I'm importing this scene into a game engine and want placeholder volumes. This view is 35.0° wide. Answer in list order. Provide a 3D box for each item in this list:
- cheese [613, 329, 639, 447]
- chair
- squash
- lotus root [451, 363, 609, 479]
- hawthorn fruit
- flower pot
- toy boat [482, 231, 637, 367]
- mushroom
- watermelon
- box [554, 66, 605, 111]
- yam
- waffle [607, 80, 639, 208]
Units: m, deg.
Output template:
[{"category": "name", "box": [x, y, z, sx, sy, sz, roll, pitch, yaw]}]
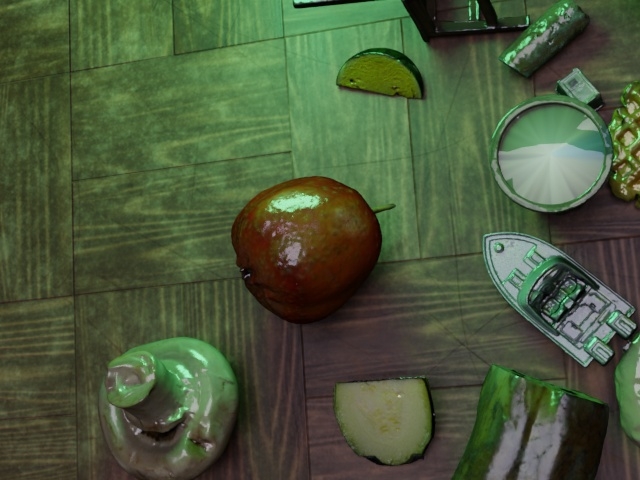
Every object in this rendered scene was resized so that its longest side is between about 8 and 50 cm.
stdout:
[{"category": "cheese", "box": [0.663, 0.233, 1.756, 0.318, 0.115, 0.326, -18, 75, 12]}, {"category": "chair", "box": [0.178, -0.513, 1.962, 0.416, 0.240, 0.203, -3, 79, 19]}, {"category": "squash", "box": [0.130, 0.327, 1.917, 0.192, 0.085, 0.184, -5, 108, 17]}, {"category": "lotus root", "box": [0.345, 0.399, 1.748, 0.250, 0.250, 0.346, 20, 82, 18]}, {"category": "hawthorn fruit", "box": [0.000, 0.000, 1.909, 0.330, 0.287, 0.287, -27, 73, -15]}, {"category": "flower pot", "box": [0.419, -0.137, 1.838, 0.212, 0.202, 0.212, -2, 81, 14]}, {"category": "toy boat", "box": [0.421, 0.092, 1.856, 0.319, 0.092, 0.141, 41, 91, 19]}, {"category": "mushroom", "box": [-0.307, 0.316, 1.916, 0.292, 0.290, 0.293, -4, 75, 15]}, {"category": "watermelon", "box": [0.120, -0.343, 2.023, 0.181, 0.075, 0.092, 14, 88, 16]}, {"category": "box", "box": [0.490, -0.278, 1.916, 0.060, 0.063, 0.085, -37, 74, 6]}, {"category": "yam", "box": [0.429, -0.386, 1.946, 0.179, 0.078, 0.078, -43, 73, 5]}, {"category": "waffle", "box": [0.667, -0.181, 1.854, 0.281, 0.058, 0.301, 27, 90, 18]}]
